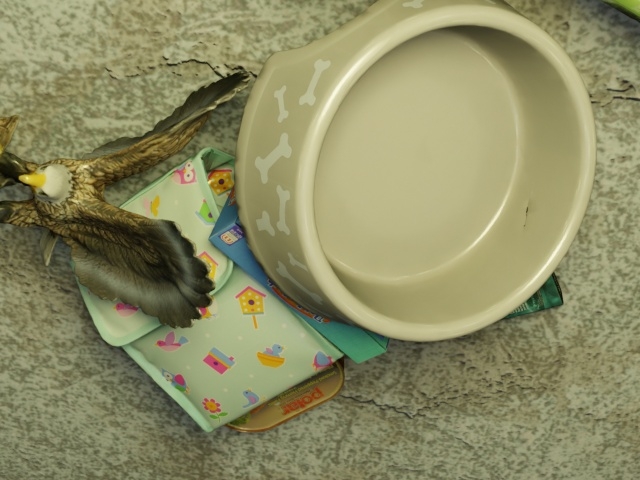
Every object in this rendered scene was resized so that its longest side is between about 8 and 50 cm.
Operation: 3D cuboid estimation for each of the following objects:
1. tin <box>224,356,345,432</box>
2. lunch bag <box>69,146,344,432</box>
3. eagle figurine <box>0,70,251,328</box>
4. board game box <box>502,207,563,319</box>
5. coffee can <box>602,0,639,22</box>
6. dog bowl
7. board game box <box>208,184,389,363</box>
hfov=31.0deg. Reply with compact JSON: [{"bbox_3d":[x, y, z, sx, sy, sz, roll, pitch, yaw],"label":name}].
[{"bbox_3d":[-0.055,0.174,1.418,0.189,0.040,0.106,-29,119,24],"label":"tin"},{"bbox_3d":[-0.118,0.048,1.240,0.223,0.160,0.262,-32,110,32],"label":"lunch bag"},{"bbox_3d":[-0.212,-0.047,1.116,0.298,0.225,0.226,4,120,9],"label":"eagle figurine"},{"bbox_3d":[0.183,0.015,1.277,0.126,0.026,0.186,-15,127,17],"label":"board game box"},{"bbox_3d":[0.251,-0.289,0.906,0.275,0.201,0.201,25,127,-17],"label":"coffee can"},{"bbox_3d":[0.100,-0.065,1.053,0.348,0.102,0.349,-8,110,-23],"label":"dog bowl"},{"bbox_3d":[0.000,0.000,1.174,0.210,0.160,0.047,41,135,-20],"label":"board game box"}]
